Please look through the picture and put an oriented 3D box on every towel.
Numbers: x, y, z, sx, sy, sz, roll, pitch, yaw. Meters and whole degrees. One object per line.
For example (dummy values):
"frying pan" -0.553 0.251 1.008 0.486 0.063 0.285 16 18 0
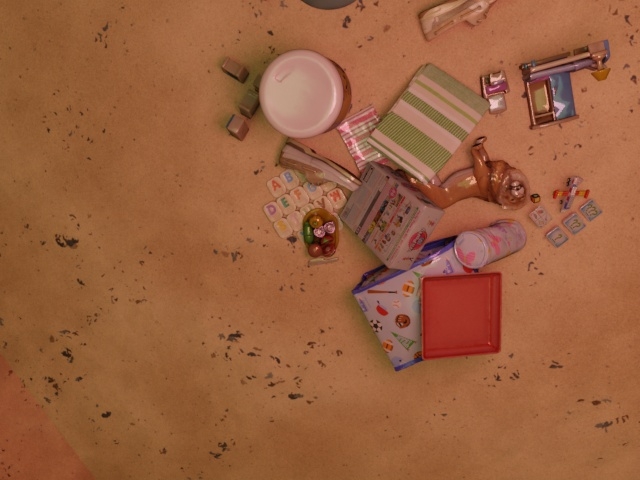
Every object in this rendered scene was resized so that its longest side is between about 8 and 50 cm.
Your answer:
"towel" 0.329 -0.361 1.526 0.247 0.038 0.325 37 85 7
"towel" 0.156 -0.332 1.649 0.144 0.029 0.197 -27 99 15

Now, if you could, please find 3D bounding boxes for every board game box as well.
"board game box" 0.216 -0.083 1.570 0.097 0.303 0.224 10 118 -37

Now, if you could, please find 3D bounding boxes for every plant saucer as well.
"plant saucer" 0.424 0.224 1.512 0.258 0.048 0.259 -3 97 -9

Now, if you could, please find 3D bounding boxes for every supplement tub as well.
"supplement tub" -0.032 -0.437 1.494 0.240 0.331 0.241 3 106 9

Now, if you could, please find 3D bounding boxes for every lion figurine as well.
"lion figurine" 0.456 -0.179 1.599 0.392 0.142 0.240 -13 111 28

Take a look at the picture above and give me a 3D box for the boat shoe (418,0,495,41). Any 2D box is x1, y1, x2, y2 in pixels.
"boat shoe" 0.447 -0.683 1.464 0.302 0.109 0.098 -16 107 20

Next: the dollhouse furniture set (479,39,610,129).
"dollhouse furniture set" 0.630 -0.411 1.399 0.286 0.303 0.198 -13 102 13

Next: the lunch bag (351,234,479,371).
"lunch bag" 0.359 0.197 1.653 0.385 0.239 0.328 -28 97 23

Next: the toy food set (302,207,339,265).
"toy food set" 0.000 0.000 1.733 0.128 0.071 0.218 -3 111 8

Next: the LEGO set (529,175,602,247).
"LEGO set" 0.765 -0.091 1.548 0.182 0.060 0.244 -42 119 17

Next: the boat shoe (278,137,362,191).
"boat shoe" -0.004 -0.230 1.648 0.302 0.113 0.103 32 100 19

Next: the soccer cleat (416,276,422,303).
"soccer cleat" 0.310 0.155 1.524 0.035 0.029 0.083 -14 101 -4

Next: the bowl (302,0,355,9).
"bowl" 0.018 -0.863 1.459 0.311 0.163 0.312 2 105 9

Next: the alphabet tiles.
"alphabet tiles" -0.054 -0.125 1.748 0.284 0.021 0.278 -28 98 16

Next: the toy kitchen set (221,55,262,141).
"toy kitchen set" -0.290 -0.473 1.664 0.166 0.122 0.207 31 88 1

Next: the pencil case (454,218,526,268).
"pencil case" 0.534 0.005 1.549 0.113 0.273 0.124 -38 73 46
